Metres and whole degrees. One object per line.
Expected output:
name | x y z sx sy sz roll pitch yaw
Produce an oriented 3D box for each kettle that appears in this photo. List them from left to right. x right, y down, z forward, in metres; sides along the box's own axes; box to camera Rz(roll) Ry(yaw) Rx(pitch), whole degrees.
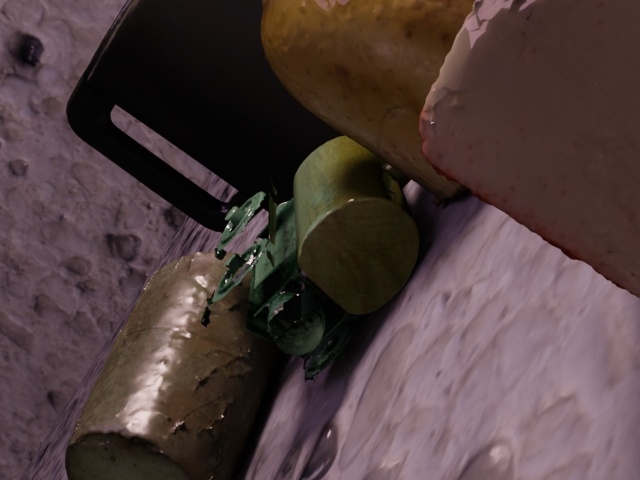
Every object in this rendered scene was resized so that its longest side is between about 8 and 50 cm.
kettle | -0.085 -0.151 1.514 0.203 0.308 0.262 -62 11 -23

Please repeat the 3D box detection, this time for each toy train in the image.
toy train | -0.005 -0.006 1.215 0.189 0.126 0.307 -57 9 12

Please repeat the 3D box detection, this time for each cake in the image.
cake | 0.138 -0.091 0.650 0.158 0.160 0.262 -59 8 18

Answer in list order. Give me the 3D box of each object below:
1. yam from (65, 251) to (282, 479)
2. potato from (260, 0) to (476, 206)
yam | -0.129 0.142 1.320 0.161 0.161 0.268 -50 14 43
potato | 0.063 -0.170 1.126 0.242 0.243 0.285 -54 14 28
